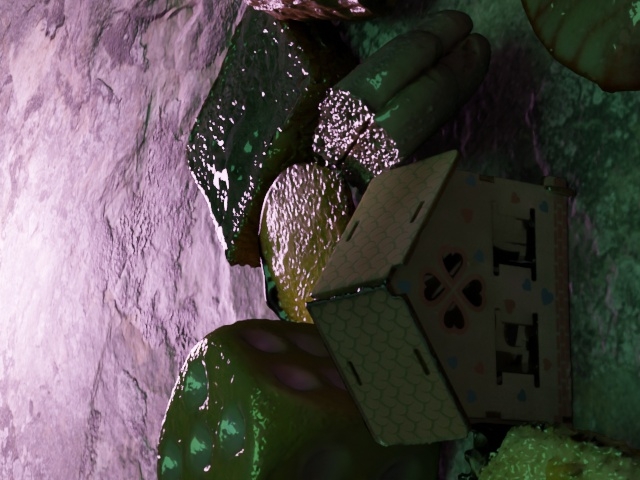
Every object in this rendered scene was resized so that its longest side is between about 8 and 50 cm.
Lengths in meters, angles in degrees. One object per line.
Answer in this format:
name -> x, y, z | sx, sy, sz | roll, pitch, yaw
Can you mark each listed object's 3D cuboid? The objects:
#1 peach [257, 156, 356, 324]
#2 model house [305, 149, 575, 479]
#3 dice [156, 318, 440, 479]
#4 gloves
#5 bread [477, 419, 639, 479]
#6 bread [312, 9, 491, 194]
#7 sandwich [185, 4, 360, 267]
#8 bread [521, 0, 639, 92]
peach -> 0.003, 0.000, 1.536 | 0.189, 0.068, 0.279 | 55, 143, 22
model house -> 0.111, 0.077, 1.244 | 0.169, 0.244, 0.326 | -12, 74, 49
dice -> -0.026, 0.235, 1.417 | 0.227, 0.238, 0.233 | 41, 118, 52
gloves -> -0.006, -0.345, 1.570 | 0.356, 0.203, 0.155 | -144, 49, -59
bread -> 0.244, 0.233, 1.085 | 0.245, 0.174, 0.121 | 7, 70, 55
bread -> 0.091, -0.150, 1.364 | 0.102, 0.183, 0.337 | 50, 172, 0
sandwich -> -0.067, -0.156, 1.686 | 0.301, 0.099, 0.271 | -64, 38, 27
bread -> 0.305, -0.313, 1.150 | 0.328, 0.114, 0.295 | -54, 42, 37
